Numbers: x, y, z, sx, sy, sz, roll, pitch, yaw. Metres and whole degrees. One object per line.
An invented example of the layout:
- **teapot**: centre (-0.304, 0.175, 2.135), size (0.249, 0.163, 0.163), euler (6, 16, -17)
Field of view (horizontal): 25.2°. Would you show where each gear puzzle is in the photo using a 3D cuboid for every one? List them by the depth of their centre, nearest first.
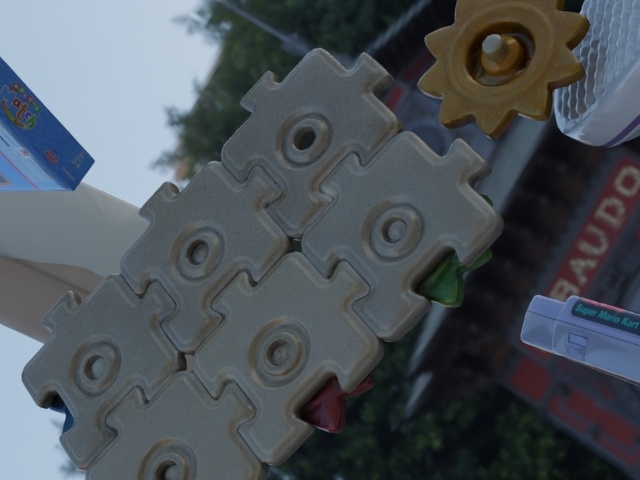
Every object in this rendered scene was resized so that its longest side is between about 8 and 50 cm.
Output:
- **gear puzzle**: centre (0.000, 0.000, 0.709), size (0.339, 0.175, 0.044), euler (-47, -38, 6)

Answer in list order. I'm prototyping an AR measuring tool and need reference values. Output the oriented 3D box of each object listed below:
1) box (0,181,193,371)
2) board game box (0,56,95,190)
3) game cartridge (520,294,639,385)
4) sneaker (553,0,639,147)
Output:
- **box**: centre (-0.218, 0.044, 1.459), size (0.148, 0.311, 0.121), euler (112, -178, -55)
- **board game box**: centre (-0.301, -0.104, 1.167), size (0.160, 0.212, 0.039), euler (51, -122, -32)
- **game cartridge**: centre (0.345, 0.120, 1.150), size (0.230, 0.355, 0.068), euler (26, -94, -27)
- **sneaker**: centre (0.243, -0.127, 0.659), size (0.282, 0.161, 0.102), euler (-50, 23, 29)
